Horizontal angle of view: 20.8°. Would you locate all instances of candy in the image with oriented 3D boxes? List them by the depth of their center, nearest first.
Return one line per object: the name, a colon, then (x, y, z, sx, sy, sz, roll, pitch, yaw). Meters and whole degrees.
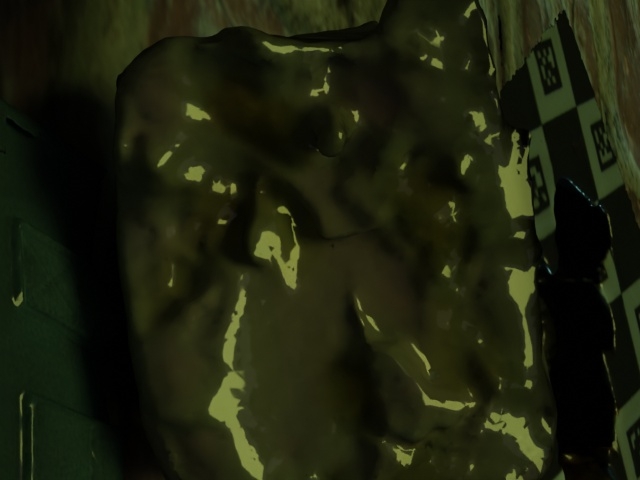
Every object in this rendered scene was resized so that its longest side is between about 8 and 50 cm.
candy: (0.000, 0.000, 0.624, 0.195, 0.137, 0.185, -128, -150, -84)

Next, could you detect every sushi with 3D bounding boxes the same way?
sushi: (0.127, 0.070, 1.058, 0.320, 0.069, 0.339, -53, 126, -51)

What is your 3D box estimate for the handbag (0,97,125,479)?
handbag: (-0.113, 0.061, 0.500, 0.179, 0.062, 0.229, 38, 43, -60)
